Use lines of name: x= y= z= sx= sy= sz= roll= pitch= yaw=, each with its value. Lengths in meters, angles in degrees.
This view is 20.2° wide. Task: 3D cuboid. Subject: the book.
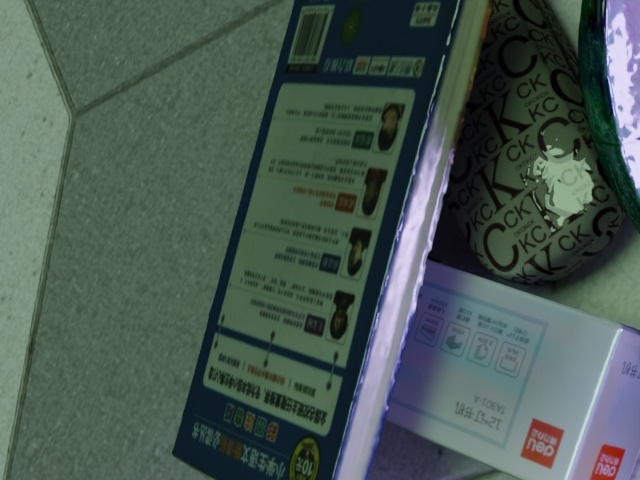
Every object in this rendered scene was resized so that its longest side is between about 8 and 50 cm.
book: x=0.000 y=0.000 z=1.422 sx=0.300 sy=0.039 sz=0.428 roll=14 pitch=89 yaw=63

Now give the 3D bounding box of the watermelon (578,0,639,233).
watermelon: x=0.276 y=-0.116 z=1.252 sx=0.292 sy=0.319 sz=0.222 roll=-58 pitch=12 yaw=2

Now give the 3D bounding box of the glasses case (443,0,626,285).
glasses case: x=0.134 y=-0.123 z=1.414 sx=0.137 sy=0.085 sz=0.355 roll=-42 pitch=51 yaw=27

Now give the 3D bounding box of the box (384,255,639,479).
box: x=0.125 y=0.094 z=1.352 sx=0.269 sy=0.079 sz=0.135 roll=18 pitch=89 yaw=44
